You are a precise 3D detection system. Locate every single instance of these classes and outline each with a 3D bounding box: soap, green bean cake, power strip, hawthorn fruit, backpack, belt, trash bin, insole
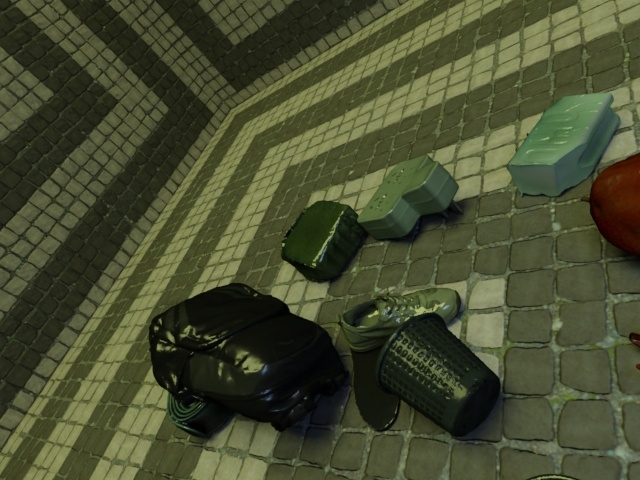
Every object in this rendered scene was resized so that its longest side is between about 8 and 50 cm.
[{"bbox_3d":[0.525,-0.207,0.965,0.230,0.091,0.145,-53,32,-16],"label":"soap"},{"bbox_3d":[0.000,0.000,1.297,0.222,0.125,0.227,18,69,53],"label":"green bean cake"},{"bbox_3d":[0.250,-0.107,1.160,0.229,0.141,0.261,-55,19,-18],"label":"power strip"},{"bbox_3d":[0.529,-0.067,0.708,0.189,0.189,0.251,-53,28,-14],"label":"hawthorn fruit"},{"bbox_3d":[-0.162,0.267,1.019,0.445,0.255,0.363,10,24,44],"label":"backpack"},{"bbox_3d":[-0.314,0.403,1.191,0.206,0.116,0.267,-33,30,9],"label":"belt"},{"bbox_3d":[0.210,0.236,0.758,0.175,0.175,0.161,-49,44,-7],"label":"trash bin"},{"bbox_3d":[0.107,0.267,0.964,0.110,0.012,0.309,-35,33,11],"label":"insole"}]

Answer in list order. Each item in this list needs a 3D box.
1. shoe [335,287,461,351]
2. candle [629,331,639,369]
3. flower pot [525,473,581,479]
[{"bbox_3d":[0.161,0.156,0.946,0.274,0.098,0.103,-25,38,19],"label":"shoe"},{"bbox_3d":[0.524,0.191,0.531,0.084,0.059,0.301,-54,32,2],"label":"candle"},{"bbox_3d":[0.301,0.377,0.525,0.157,0.107,0.157,-27,38,24],"label":"flower pot"}]
